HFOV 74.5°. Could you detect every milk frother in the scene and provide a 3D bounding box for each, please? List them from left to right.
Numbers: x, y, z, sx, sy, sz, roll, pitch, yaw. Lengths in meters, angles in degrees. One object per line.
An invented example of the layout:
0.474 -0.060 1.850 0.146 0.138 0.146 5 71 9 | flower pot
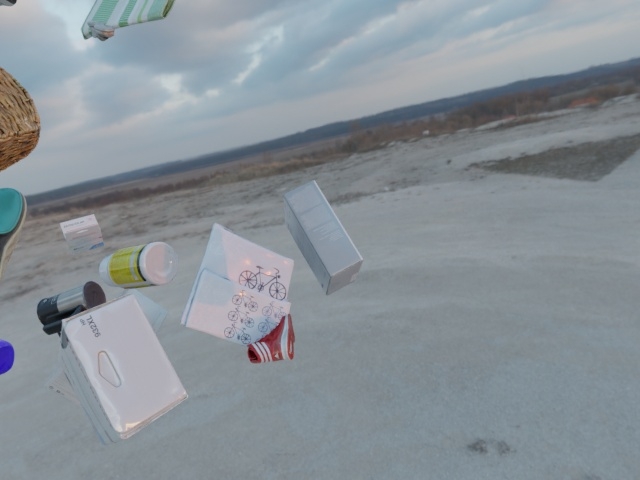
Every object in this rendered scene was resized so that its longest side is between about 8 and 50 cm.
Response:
-0.617 0.198 1.078 0.134 0.143 0.129 -20 51 6 | milk frother

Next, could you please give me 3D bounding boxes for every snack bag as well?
-0.226 0.149 1.293 0.323 0.343 0.037 27 -33 -27 | snack bag

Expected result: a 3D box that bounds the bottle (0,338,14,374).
-1.158 0.363 1.402 0.282 0.118 0.092 12 10 17 | bottle

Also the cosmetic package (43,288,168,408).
-0.652 0.327 1.283 0.365 0.155 0.197 -39 21 27 | cosmetic package

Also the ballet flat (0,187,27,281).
-0.591 0.012 0.754 0.086 0.086 0.248 -13 49 0 | ballet flat

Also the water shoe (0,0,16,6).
-0.614 -0.447 0.718 0.080 0.073 0.203 -7 9 -2 | water shoe

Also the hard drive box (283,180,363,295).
0.000 0.000 1.043 0.089 0.232 0.181 -26 -17 -12 | hard drive box

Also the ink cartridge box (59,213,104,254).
-0.790 -0.026 1.396 0.104 0.062 0.181 -22 -13 -29 | ink cartridge box

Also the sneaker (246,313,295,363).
-0.140 0.271 1.175 0.128 0.087 0.221 -10 7 -1 | sneaker

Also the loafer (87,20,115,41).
-0.526 -0.501 1.017 0.045 0.039 0.125 -20 41 -35 | loafer

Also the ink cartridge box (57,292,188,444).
-0.404 0.266 0.834 0.129 0.223 0.307 -26 -8 -39 | ink cartridge box

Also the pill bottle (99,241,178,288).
-0.509 0.074 1.173 0.208 0.119 0.119 -9 14 29 | pill bottle

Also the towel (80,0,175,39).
-0.521 -0.682 1.187 0.324 0.248 0.038 3 -24 24 | towel

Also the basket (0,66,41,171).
-1.048 -0.392 1.336 0.223 0.299 0.213 -37 1 45 | basket
